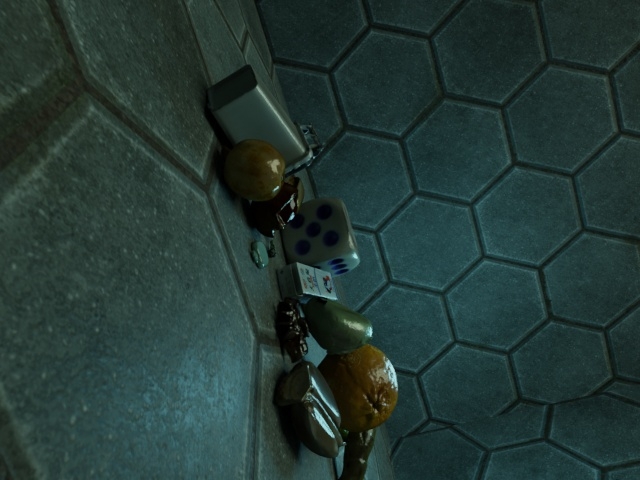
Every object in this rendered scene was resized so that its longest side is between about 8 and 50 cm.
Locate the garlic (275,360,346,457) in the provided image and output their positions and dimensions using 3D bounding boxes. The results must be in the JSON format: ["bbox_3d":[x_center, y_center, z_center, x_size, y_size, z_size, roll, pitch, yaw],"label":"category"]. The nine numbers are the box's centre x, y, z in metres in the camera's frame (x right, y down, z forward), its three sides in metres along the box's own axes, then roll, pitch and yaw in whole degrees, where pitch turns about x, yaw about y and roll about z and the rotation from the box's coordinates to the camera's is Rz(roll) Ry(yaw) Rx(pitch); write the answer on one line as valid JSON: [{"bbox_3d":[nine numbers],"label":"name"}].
[{"bbox_3d":[-0.029,0.513,1.321,0.279,0.132,0.325,-93,163,-57],"label":"garlic"}]

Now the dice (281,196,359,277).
[{"bbox_3d":[0.000,0.000,1.952,0.277,0.304,0.304,58,17,-64],"label":"dice"}]

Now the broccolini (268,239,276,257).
[{"bbox_3d":[-0.188,0.016,1.617,0.140,0.030,0.035,-101,167,-53],"label":"broccolini"}]

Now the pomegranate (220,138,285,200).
[{"bbox_3d":[-0.206,-0.216,1.337,0.207,0.207,0.207,-16,90,-82],"label":"pomegranate"}]

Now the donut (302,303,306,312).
[{"bbox_3d":[-0.039,0.281,1.954,0.184,0.073,0.166,-94,164,-53],"label":"donut"}]

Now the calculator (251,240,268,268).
[{"bbox_3d":[-0.204,0.047,1.444,0.153,0.021,0.095,-42,115,-85],"label":"calculator"}]

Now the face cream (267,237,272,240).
[{"bbox_3d":[-0.200,-0.056,1.648,0.034,0.034,0.130,64,13,-54],"label":"face cream"}]

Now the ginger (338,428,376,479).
[{"bbox_3d":[0.148,0.832,1.694,0.116,0.109,0.263,69,37,-52],"label":"ginger"}]

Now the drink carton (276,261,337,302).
[{"bbox_3d":[-0.051,0.185,1.729,0.315,0.106,0.131,24,47,-61],"label":"drink carton"}]

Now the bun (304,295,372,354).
[{"bbox_3d":[0.051,0.333,1.601,0.179,0.283,0.283,-63,171,1],"label":"bun"}]

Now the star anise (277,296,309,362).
[{"bbox_3d":[-0.085,0.308,1.477,0.214,0.099,0.220,-13,87,-80],"label":"star anise"}]

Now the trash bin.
[{"bbox_3d":[-0.194,-0.400,1.476,0.368,0.296,0.256,54,12,-46],"label":"trash bin"}]

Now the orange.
[{"bbox_3d":[0.145,0.572,1.658,0.293,0.340,0.341,13,-55,61],"label":"orange"}]

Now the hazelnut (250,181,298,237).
[{"bbox_3d":[-0.162,-0.109,1.493,0.170,0.160,0.202,-59,165,-53],"label":"hazelnut"}]

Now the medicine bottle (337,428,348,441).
[{"bbox_3d":[0.064,0.722,1.809,0.095,0.064,0.261,40,32,-50],"label":"medicine bottle"}]

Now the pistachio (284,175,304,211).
[{"bbox_3d":[-0.159,-0.189,1.824,0.166,0.197,0.288,29,33,-8],"label":"pistachio"}]
